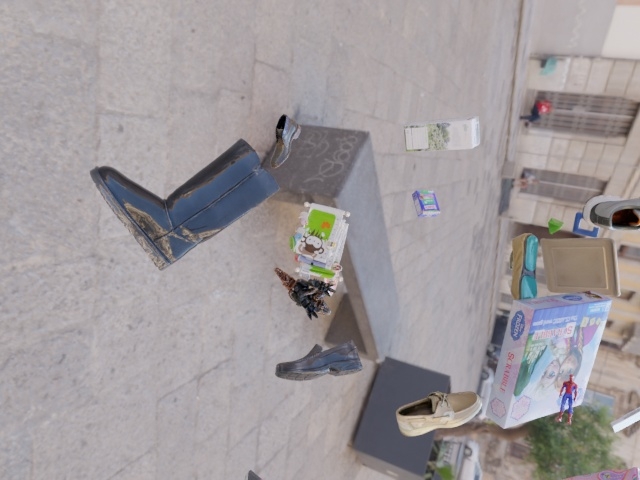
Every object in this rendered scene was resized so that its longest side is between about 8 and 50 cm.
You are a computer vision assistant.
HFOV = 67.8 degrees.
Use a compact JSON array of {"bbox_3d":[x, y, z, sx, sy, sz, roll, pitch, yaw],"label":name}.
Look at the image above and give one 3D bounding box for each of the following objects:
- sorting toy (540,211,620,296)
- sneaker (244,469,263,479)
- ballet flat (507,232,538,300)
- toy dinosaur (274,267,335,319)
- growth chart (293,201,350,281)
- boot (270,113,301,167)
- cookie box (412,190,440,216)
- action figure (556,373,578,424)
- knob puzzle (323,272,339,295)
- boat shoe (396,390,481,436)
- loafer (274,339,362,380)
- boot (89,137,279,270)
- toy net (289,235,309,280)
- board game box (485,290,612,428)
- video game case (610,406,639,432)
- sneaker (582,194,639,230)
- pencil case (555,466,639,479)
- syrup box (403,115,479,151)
[{"bbox_3d":[0.747,0.072,1.368,0.047,0.195,0.348,-36,117,-41],"label":"sorting toy"},{"bbox_3d":[-0.194,0.682,1.246,0.077,0.072,0.178,-43,-172,4],"label":"sneaker"},{"bbox_3d":[0.562,0.096,1.327,0.080,0.073,0.233,19,74,-26],"label":"ballet flat"},{"bbox_3d":[-0.071,0.226,1.969,0.321,0.218,0.165,19,85,-31],"label":"toy dinosaur"},{"bbox_3d":[0.000,0.000,1.436,0.021,0.171,0.238,60,37,-70],"label":"growth chart"},{"bbox_3d":[-0.169,-0.413,1.964,0.106,0.082,0.219,42,69,-53],"label":"boot"},{"bbox_3d":[0.443,-0.155,1.995,0.040,0.091,0.107,131,-48,-58],"label":"cookie box"},{"bbox_3d":[0.593,0.377,1.139,0.030,0.038,0.115,45,59,-42],"label":"action figure"},{"bbox_3d":[0.064,0.187,2.418,0.213,0.029,0.213,4,90,-66],"label":"knob puzzle"},{"bbox_3d":[0.410,0.582,1.649,0.109,0.302,0.098,-106,178,-64],"label":"boat shoe"},{"bbox_3d":[-0.006,0.229,0.906,0.062,0.169,0.061,124,-40,-56],"label":"loafer"},{"bbox_3d":[-0.397,-0.175,1.451,0.445,0.146,0.367,-35,111,-8],"label":"boot"},{"bbox_3d":[-0.103,0.094,2.198,0.122,0.045,0.232,116,-36,-50],"label":"toy net"},{"bbox_3d":[0.586,0.297,1.217,0.318,0.066,0.318,-2,107,-29],"label":"board game box"},{"bbox_3d":[0.754,0.419,1.139,0.122,0.011,0.087,-36,137,12],"label":"video game case"},{"bbox_3d":[0.800,-0.067,1.162,0.108,0.271,0.100,-85,166,-69],"label":"sneaker"},{"bbox_3d":[0.697,0.668,1.225,0.124,0.284,0.124,35,40,-37],"label":"pencil case"},{"bbox_3d":[0.412,-0.360,1.616,0.096,0.236,0.093,-34,120,-52],"label":"syrup box"}]
